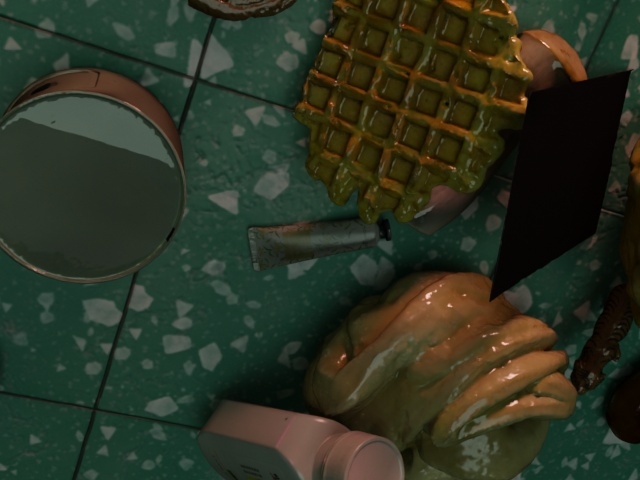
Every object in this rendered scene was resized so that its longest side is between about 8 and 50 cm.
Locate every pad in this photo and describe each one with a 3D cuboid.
[{"bbox_3d":[0.313,-0.083,1.007,0.367,0.007,0.247,-21,124,-50],"label":"pad"}]

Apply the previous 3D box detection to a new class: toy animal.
[{"bbox_3d":[0.438,0.130,1.184,0.057,0.099,0.241,28,78,20],"label":"toy animal"}]

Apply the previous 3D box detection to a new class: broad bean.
[{"bbox_3d":[0.535,0.259,1.289,0.114,0.084,0.165,40,107,-6],"label":"broad bean"}]

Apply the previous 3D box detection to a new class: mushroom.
[{"bbox_3d":[0.191,-0.148,1.025,0.329,0.122,0.159,-43,118,6],"label":"mushroom"}]

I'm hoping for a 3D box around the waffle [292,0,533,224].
[{"bbox_3d":[0.094,-0.182,0.950,0.312,0.060,0.307,-35,79,22],"label":"waffle"}]

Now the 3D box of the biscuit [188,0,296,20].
[{"bbox_3d":[-0.100,-0.366,0.916,0.226,0.042,0.225,-4,111,-10],"label":"biscuit"}]

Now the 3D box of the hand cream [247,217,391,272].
[{"bbox_3d":[0.000,0.000,1.090,0.195,0.042,0.067,-9,115,-3],"label":"hand cream"}]

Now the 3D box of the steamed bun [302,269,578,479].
[{"bbox_3d":[0.179,0.214,1.118,0.372,0.230,0.325,35,105,-24],"label":"steamed bun"}]

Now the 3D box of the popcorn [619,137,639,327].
[{"bbox_3d":[0.512,0.005,1.059,0.334,0.293,0.292,2,128,-49],"label":"popcorn"}]

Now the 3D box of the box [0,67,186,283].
[{"bbox_3d":[-0.275,-0.080,0.938,0.226,0.149,0.226,-4,113,-10],"label":"box"}]

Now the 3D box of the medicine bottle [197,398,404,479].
[{"bbox_3d":[-0.029,0.296,1.067,0.161,0.296,0.111,51,56,-29],"label":"medicine bottle"}]
